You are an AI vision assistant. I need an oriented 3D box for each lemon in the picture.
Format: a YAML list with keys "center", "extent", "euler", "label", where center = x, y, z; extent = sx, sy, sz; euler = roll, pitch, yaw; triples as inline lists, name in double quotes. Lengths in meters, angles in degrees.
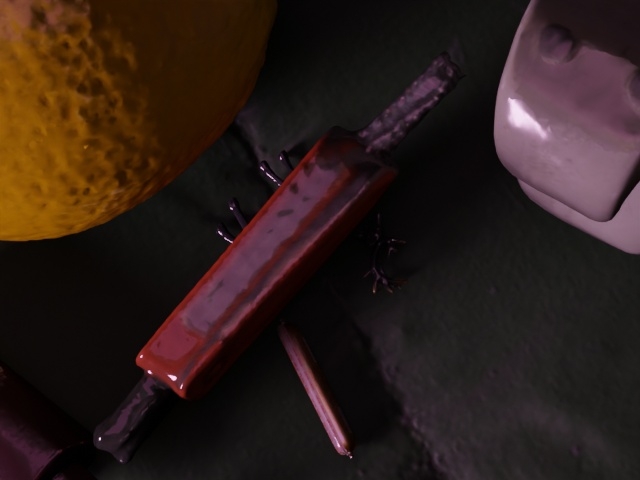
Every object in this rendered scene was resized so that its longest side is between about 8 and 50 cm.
- center: [-0.159, -0.137, 1.148]
  extent: [0.320, 0.245, 0.245]
  euler: [-36, 74, -16]
  label: "lemon"

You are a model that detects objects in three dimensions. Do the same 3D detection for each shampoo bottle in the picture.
- center: [-0.197, 0.118, 1.181]
  extent: [0.236, 0.067, 0.068]
  euler: [40, 90, 16]
  label: "shampoo bottle"

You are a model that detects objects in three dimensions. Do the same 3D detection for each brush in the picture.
- center: [-0.028, 0.006, 1.157]
  extent: [0.051, 0.070, 0.323]
  euler: [42, 88, 12]
  label: "brush"

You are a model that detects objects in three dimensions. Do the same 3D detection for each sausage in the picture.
- center: [-0.002, 0.092, 1.184]
  extent: [0.015, 0.015, 0.100]
  euler: [-28, 74, 1]
  label: "sausage"

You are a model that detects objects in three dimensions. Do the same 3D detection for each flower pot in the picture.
- center: [0.225, -0.167, 1.094]
  extent: [0.164, 0.254, 0.367]
  euler: [29, 84, 14]
  label: "flower pot"

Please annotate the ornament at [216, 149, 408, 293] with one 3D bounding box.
- center: [0.000, 0.000, 1.201]
  extent: [0.125, 0.028, 0.073]
  euler: [36, 83, 16]
  label: "ornament"
